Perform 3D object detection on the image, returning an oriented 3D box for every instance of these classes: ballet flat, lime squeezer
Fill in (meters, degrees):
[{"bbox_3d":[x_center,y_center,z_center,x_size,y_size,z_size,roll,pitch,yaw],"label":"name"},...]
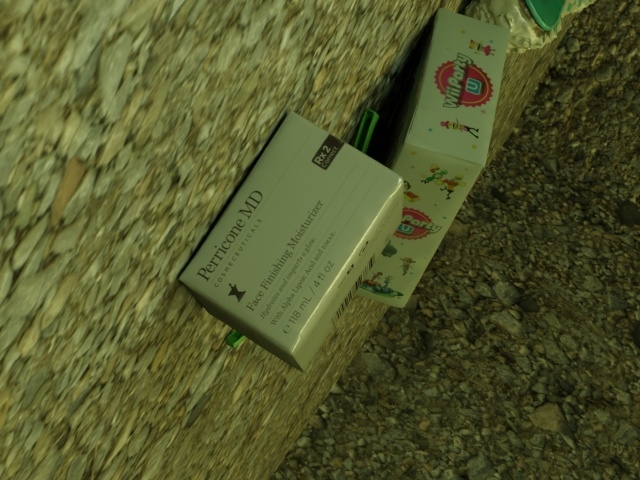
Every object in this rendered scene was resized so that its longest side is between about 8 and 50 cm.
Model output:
[{"bbox_3d":[0.290,-0.353,1.822,0.409,0.147,0.147,-42,162,-54],"label":"ballet flat"},{"bbox_3d":[0.000,0.000,1.509,0.310,0.059,0.110,-58,172,1],"label":"lime squeezer"}]

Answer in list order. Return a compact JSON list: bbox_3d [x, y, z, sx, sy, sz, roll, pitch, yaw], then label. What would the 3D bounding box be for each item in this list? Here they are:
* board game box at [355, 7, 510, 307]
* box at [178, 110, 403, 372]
[{"bbox_3d":[0.122,-0.093,1.580,0.303,0.097,0.224,111,-4,-54],"label":"board game box"},{"bbox_3d":[-0.021,0.007,1.175,0.181,0.119,0.182,-57,171,-8],"label":"box"}]
